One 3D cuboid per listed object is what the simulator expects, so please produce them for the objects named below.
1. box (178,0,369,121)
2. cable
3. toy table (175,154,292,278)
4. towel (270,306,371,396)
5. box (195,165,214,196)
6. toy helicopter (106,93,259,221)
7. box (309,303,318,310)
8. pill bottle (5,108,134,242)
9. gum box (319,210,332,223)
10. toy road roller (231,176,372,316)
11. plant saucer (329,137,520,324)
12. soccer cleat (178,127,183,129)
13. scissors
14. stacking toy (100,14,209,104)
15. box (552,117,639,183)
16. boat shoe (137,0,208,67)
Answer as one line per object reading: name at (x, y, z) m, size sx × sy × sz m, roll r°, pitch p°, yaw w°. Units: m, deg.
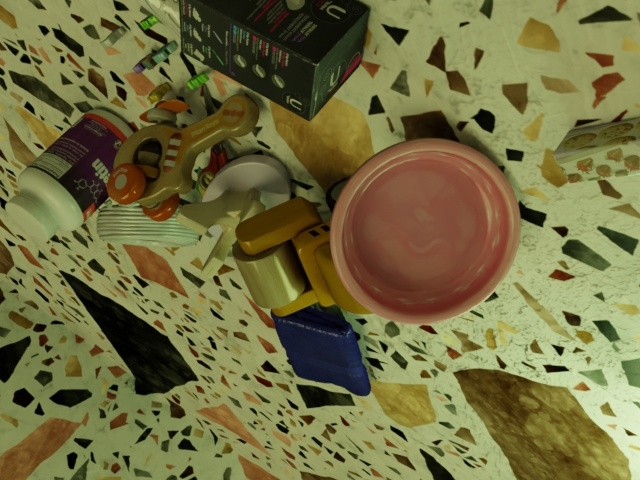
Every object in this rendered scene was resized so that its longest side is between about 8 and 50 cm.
box at (-0.079, -0.347, 1.571) m, size 0.270 × 0.165 × 0.143 m, roll 31°, pitch 149°, yaw 14°
cable at (-0.414, -0.035, 2.316) m, size 0.257 × 0.089 × 0.257 m, roll 6°, pitch 173°, yaw -19°
toy table at (-0.172, -0.040, 2.029) m, size 0.252 × 0.160 × 0.274 m, roll 21°, pitch 135°, yaw -5°
towel at (0.008, 0.269, 2.410) m, size 0.228 × 0.076 × 0.308 m, roll 13°, pitch 147°, yaw 23°
box at (-0.204, -0.104, 2.170) m, size 0.179 × 0.043 × 0.105 m, roll 32°, pitch 150°, yaw 6°
toy helicopter at (-0.278, -0.209, 1.944) m, size 0.355 × 0.234 × 0.140 m, roll -25°, pitch 151°, yaw 23°
box at (-0.052, 0.155, 2.385) m, size 0.083 × 0.018 × 0.067 m, roll 6°, pitch 138°, yaw 43°
pill bottle at (-0.576, -0.147, 2.231) m, size 0.182 × 0.323 × 0.181 m, roll 28°, pitch 149°, yaw 18°
gum box at (0.000, 0.000, 2.068) m, size 0.188 × 0.062 × 0.107 m, roll -8°, pitch 127°, yaw 51°
toy road roller at (0.012, 0.044, 1.840) m, size 0.240 × 0.330 × 0.202 m, roll -112°, pitch 0°, yaw -55°
plant saucer at (0.177, -0.020, 1.660) m, size 0.332 × 0.332 × 0.084 m, roll 49°, pitch -174°, yaw -18°
soccer cleat at (-0.366, -0.183, 2.183) m, size 0.083 × 0.095 × 0.248 m, roll 45°, pitch 149°, yaw -12°
scissors at (-0.211, -0.197, 2.037) m, size 0.109 × 0.021 × 0.297 m, roll 27°, pitch 136°, yaw 17°
stacking toy at (-0.333, -0.372, 1.937) m, size 0.221 × 0.052 × 0.167 m, roll -8°, pitch 129°, yaw 50°
box at (0.483, -0.139, 1.347) m, size 0.324 × 0.067 × 0.063 m, roll -5°, pitch 130°, yaw 51°
boat shoe at (-0.250, -0.427, 1.738) m, size 0.084 × 0.095 × 0.258 m, roll -2°, pitch 142°, yaw 43°
